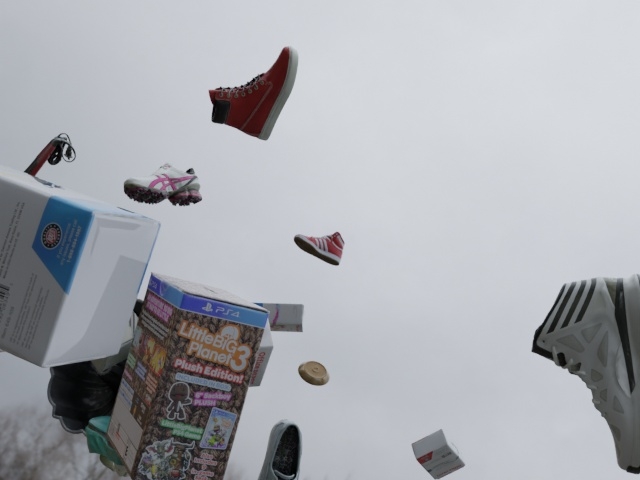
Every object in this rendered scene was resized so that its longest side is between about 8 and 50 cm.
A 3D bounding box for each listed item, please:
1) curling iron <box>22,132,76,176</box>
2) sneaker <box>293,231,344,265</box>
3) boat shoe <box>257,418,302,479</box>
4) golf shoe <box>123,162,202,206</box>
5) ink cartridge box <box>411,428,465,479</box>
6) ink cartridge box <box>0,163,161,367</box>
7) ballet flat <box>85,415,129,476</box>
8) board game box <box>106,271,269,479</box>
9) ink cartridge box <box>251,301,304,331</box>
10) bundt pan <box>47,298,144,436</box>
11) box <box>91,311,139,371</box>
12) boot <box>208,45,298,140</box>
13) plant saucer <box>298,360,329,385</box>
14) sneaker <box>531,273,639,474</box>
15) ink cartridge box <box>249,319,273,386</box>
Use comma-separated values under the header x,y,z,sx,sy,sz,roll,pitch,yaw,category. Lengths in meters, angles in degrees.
x,y,z,sx,sy,sz,roll,pitch,yaw,category
-0.591,-0.104,1.768,0.035,0.274,0.068,44,3,40,curling iron
0.000,0.000,1.890,0.118,0.067,0.042,30,-25,-22,sneaker
-0.084,0.478,1.786,0.079,0.228,0.081,12,-14,-12,boat shoe
-0.333,-0.120,1.831,0.067,0.186,0.086,-21,-106,40,golf shoe
0.325,0.589,2.413,0.135,0.099,0.056,52,14,-41,ink cartridge box
-0.390,0.018,1.137,0.270,0.198,0.197,20,2,14,ink cartridge box
-0.370,0.394,1.645,0.247,0.083,0.087,2,-81,55,ballet flat
-0.220,0.218,1.406,0.141,0.291,0.232,16,-1,-24,board game box
-0.098,0.177,2.018,0.122,0.052,0.088,0,-17,0,ink cartridge box
-0.451,0.301,1.993,0.330,0.331,0.124,13,-20,36,bundt pan
-0.488,0.128,1.840,0.275,0.094,0.113,52,-45,12,box
-0.166,-0.370,2.094,0.176,0.088,0.244,18,-63,-19,boot
-0.014,0.326,2.184,0.083,0.083,0.015,31,-55,12,plant saucer
0.618,0.303,2.008,0.257,0.448,0.169,-3,-1,19,sneaker
-0.201,0.210,1.638,0.203,0.086,0.148,-2,-38,-18,ink cartridge box
